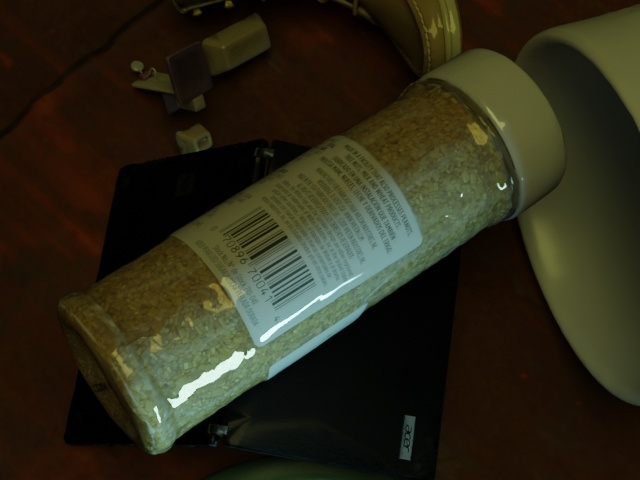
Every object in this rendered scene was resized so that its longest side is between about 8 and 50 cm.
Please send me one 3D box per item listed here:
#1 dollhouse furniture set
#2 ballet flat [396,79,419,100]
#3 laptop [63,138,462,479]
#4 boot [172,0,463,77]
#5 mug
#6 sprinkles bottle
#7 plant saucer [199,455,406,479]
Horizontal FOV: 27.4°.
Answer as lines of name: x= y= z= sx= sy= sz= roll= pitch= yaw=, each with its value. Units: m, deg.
dollhouse furniture set: x=-0.099 y=-0.139 z=1.108 sx=0.114 sy=0.091 sz=0.081 roll=-34 pitch=34 yaw=-33
ballet flat: x=0.078 y=-0.025 z=1.047 sx=0.073 sy=0.067 sz=0.206 roll=12 pitch=76 yaw=10
laptop: x=-0.044 y=0.056 z=1.005 sx=0.264 sy=0.137 sz=0.234 roll=-8 pitch=66 yaw=40
boot: x=-0.017 y=-0.213 z=1.061 sx=0.203 sy=0.095 sz=0.262 roll=-18 pitch=63 yaw=-16
mug: x=0.351 y=-0.011 z=0.969 sx=0.328 sy=0.276 sz=0.374 roll=-15 pitch=105 yaw=-11
sprinkles bottle: x=0.000 y=0.000 z=0.893 sx=0.355 sy=0.121 sz=0.121 roll=-32 pitch=77 yaw=-19
plant saucer: x=0.002 y=0.287 z=0.911 sx=0.318 sy=0.043 sz=0.317 roll=7 pitch=55 yaw=-9
